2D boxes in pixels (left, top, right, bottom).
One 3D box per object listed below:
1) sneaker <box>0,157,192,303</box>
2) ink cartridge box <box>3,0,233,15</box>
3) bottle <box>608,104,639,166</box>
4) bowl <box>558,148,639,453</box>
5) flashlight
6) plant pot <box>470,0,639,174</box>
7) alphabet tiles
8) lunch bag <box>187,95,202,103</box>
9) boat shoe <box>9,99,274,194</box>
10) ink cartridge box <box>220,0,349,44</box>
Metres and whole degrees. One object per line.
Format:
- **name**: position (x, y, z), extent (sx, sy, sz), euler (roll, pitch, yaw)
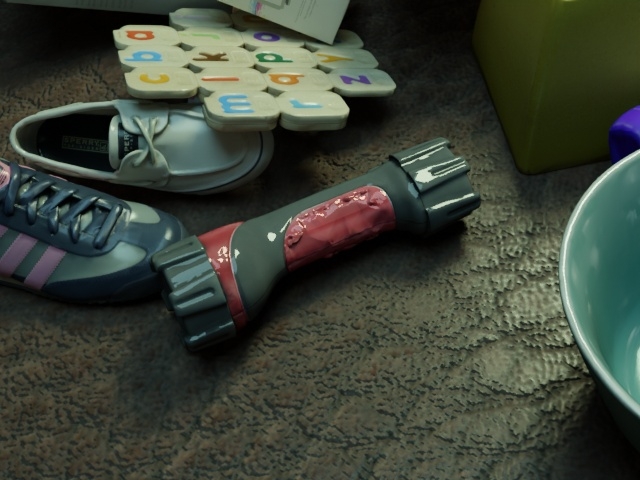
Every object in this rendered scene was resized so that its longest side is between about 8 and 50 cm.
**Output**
- **sneaker**: position (-0.281, -0.023, 0.932), extent (0.318, 0.131, 0.112), euler (6, 53, 12)
- **ink cartridge box**: position (-0.273, -0.342, 1.146), extent (0.332, 0.065, 0.165), euler (1, 48, -23)
- **bottle**: position (0.414, -0.104, 0.905), extent (0.282, 0.118, 0.092), euler (-18, 13, -7)
- **bowl**: position (0.335, 0.077, 0.747), extent (0.311, 0.163, 0.312), euler (-4, 53, 5)
- **flashlight**: position (0.000, 0.000, 0.898), extent (0.304, 0.103, 0.103), euler (-22, 90, -12)
- **plant pot**: position (0.277, -0.220, 0.970), extent (0.212, 0.187, 0.212), euler (-11, 52, 0)
- **alphabet tiles**: position (-0.073, -0.187, 1.037), extent (0.277, 0.021, 0.284), euler (-3, 34, -17)
- **lunch bag**: position (-0.102, -0.137, 1.046), extent (0.083, 0.053, 0.071), euler (1, 54, -3)
- **boat shoe**: position (-0.183, -0.099, 0.982), extent (0.267, 0.088, 0.096), euler (8, 95, 16)
- **ink cartridge box**: position (-0.061, -0.305, 1.099), extent (0.198, 0.067, 0.115), euler (21, 35, -5)
